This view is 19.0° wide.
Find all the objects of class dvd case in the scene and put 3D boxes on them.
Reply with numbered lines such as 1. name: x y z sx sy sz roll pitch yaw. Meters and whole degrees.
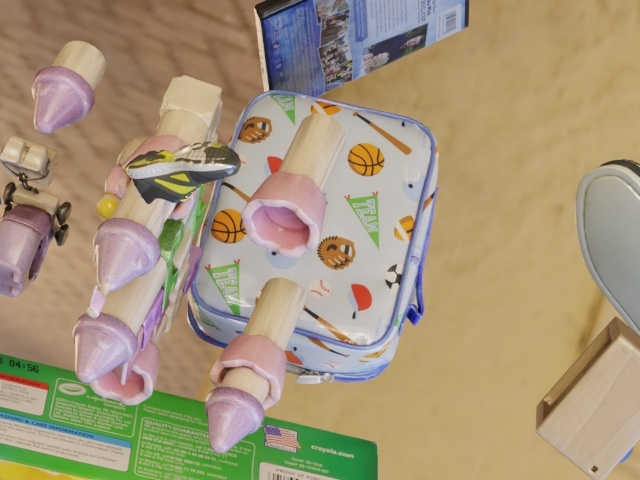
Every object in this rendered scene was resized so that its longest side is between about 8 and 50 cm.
1. dvd case: 0.049 -0.242 2.060 0.022 0.253 0.180 58 166 30

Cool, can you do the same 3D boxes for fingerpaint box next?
1. fingerpaint box: -0.204 0.329 1.899 0.445 0.163 0.371 14 124 -8

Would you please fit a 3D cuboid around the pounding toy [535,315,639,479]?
1. pounding toy: 0.267 0.136 1.662 0.100 0.130 0.141 40 -171 1

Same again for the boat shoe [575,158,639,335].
1. boat shoe: 0.342 0.039 1.871 0.114 0.091 0.302 -2 122 41

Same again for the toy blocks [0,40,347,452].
1. toy blocks: -0.168 0.031 1.605 0.309 0.260 0.288 19 139 5

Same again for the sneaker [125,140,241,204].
1. sneaker: -0.090 -0.044 1.296 0.083 0.031 0.035 -3 122 24

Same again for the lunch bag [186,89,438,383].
1. lunch bag: 0.000 0.000 1.984 0.243 0.303 0.115 14 153 2
